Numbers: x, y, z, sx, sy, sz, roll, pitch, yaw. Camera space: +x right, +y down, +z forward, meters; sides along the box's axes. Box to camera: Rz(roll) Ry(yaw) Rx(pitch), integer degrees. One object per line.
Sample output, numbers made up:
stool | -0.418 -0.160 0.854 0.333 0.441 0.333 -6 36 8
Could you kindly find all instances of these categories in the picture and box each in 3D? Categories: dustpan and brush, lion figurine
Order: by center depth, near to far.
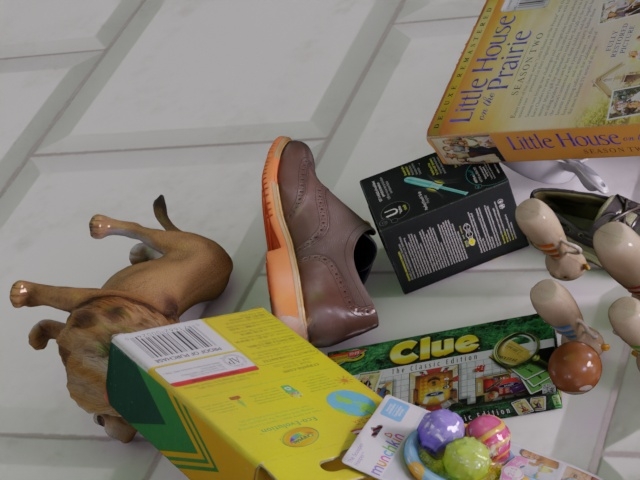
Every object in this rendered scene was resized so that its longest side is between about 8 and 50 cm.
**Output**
lion figurine | -0.204 0.068 1.994 0.240 0.142 0.392 10 40 27
dustpan and brush | 0.282 -0.099 1.995 0.147 0.060 0.211 2 36 -28

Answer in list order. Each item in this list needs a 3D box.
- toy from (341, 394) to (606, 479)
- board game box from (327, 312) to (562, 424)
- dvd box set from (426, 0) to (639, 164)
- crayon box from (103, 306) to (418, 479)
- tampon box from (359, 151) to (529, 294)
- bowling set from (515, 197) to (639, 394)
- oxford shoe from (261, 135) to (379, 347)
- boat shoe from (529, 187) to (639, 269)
toy | 0.156 0.204 1.585 0.237 0.056 0.137 23 29 12
board game box | 0.129 0.150 1.800 0.259 0.030 0.136 -12 33 13
dvd box set | 0.352 -0.222 1.885 0.420 0.062 0.308 -1 50 38
crayon box | -0.052 0.185 1.686 0.202 0.081 0.318 -9 30 -37
tampon box | 0.145 -0.032 1.972 0.161 0.101 0.120 -21 34 2
bowling set | 0.298 0.088 1.727 0.287 0.154 0.200 19 70 42
oxford shoe | 0.000 0.000 2.009 0.132 0.130 0.364 -7 42 0
boat shoe | 0.329 -0.015 1.877 0.223 0.073 0.080 11 46 38
